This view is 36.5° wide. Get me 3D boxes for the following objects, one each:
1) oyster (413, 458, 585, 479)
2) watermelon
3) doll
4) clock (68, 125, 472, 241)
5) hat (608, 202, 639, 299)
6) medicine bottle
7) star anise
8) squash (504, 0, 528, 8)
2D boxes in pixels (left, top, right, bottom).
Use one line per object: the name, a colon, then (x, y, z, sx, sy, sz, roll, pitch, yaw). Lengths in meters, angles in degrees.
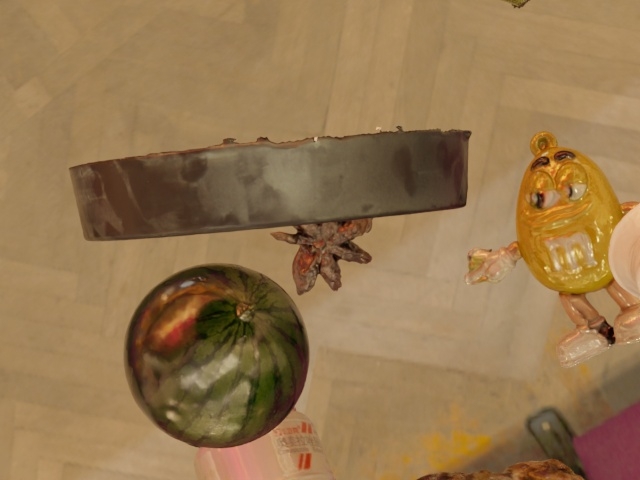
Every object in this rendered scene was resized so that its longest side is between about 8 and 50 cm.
oyster: (0.146, 0.321, 1.104, 0.345, 0.129, 0.079, -13, 125, -7)
watermelon: (-0.134, 0.148, 1.252, 0.242, 0.242, 0.242, 1, 106, 4)
doll: (0.485, 0.038, 1.883, 0.423, 0.161, 0.348, 42, 107, 14)
clock: (-0.045, -0.053, 0.941, 0.386, 0.386, 0.076, -5, 93, 6)
hat: (0.517, 0.037, 1.397, 0.203, 0.126, 0.203, 7, 115, 15)
medicine bottle: (-0.121, 0.402, 1.835, 0.241, 0.241, 0.302, -32, 60, 12)
star anise: (0.016, -0.002, 1.850, 0.197, 0.073, 0.212, -25, 107, -3)
squash: (0.168, -0.344, 1.094, 0.186, 0.123, 0.123, 15, 107, -7)
